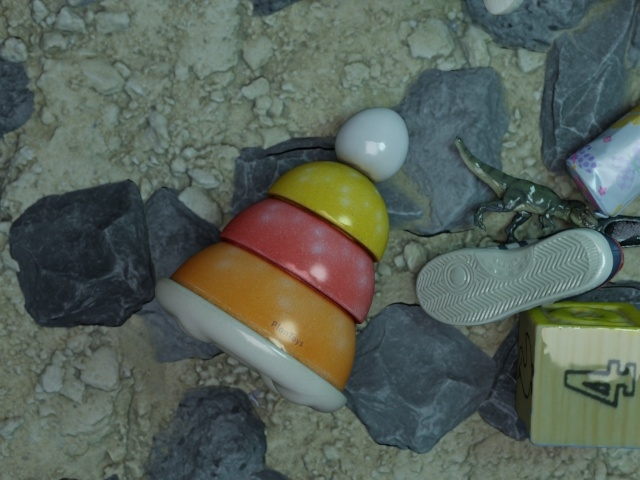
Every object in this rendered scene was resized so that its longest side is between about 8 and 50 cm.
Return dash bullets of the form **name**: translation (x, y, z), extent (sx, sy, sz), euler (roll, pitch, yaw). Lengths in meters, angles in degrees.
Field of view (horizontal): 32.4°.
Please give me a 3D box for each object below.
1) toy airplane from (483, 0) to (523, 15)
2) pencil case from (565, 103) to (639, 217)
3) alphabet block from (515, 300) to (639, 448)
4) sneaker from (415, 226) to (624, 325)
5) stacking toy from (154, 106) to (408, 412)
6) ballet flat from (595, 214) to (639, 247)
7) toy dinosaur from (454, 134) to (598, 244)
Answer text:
- **toy airplane**: translation (0.199, -0.554, 1.530), extent (0.272, 0.386, 0.384), euler (-7, 129, -27)
- **pencil case**: translation (0.526, -0.155, 1.753), extent (0.273, 0.113, 0.124), euler (-36, 111, 7)
- **alphabet block**: translation (0.424, 0.211, 1.779), extent (0.193, 0.192, 0.197), euler (1, 99, 0)
- **sneaker**: translation (0.325, 0.060, 1.777), extent (0.350, 0.148, 0.131), euler (-11, 85, 37)
- **stacking toy**: translation (0.000, 0.000, 1.745), extent (0.350, 0.350, 0.480), euler (35, 81, -3)
- **ballet flat**: translation (0.512, -0.014, 1.807), extent (0.173, 0.049, 0.057), euler (-4, 98, 3)
- **toy dinosaur**: translation (0.314, -0.058, 1.807), extent (0.268, 0.064, 0.118), euler (28, 95, 0)
